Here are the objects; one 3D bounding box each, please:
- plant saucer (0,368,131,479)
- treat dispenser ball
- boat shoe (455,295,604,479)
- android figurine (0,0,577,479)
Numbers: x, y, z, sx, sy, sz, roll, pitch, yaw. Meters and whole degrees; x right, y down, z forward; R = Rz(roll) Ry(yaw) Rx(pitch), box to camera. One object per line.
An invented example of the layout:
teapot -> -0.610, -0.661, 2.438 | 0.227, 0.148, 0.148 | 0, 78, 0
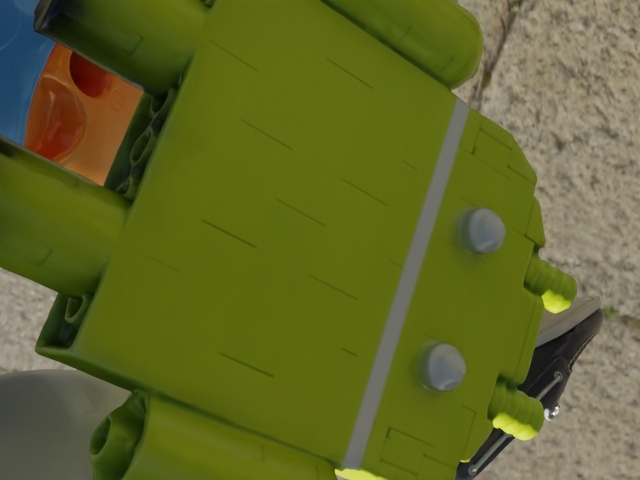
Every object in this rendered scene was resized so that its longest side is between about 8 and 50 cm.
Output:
plant saucer -> -0.228, 0.181, 0.429 | 0.400, 0.400, 0.100 | -24, 117, 24
treat dispenser ball -> -0.268, -0.118, 0.744 | 0.288, 0.288, 0.288 | 4, 128, 5
boat shoe -> 0.138, 0.105, 0.712 | 0.075, 0.206, 0.065 | -15, 102, 56
android figurine -> 0.000, 0.000, 0.402 | 0.273, 0.248, 0.056 | 30, 160, -27
